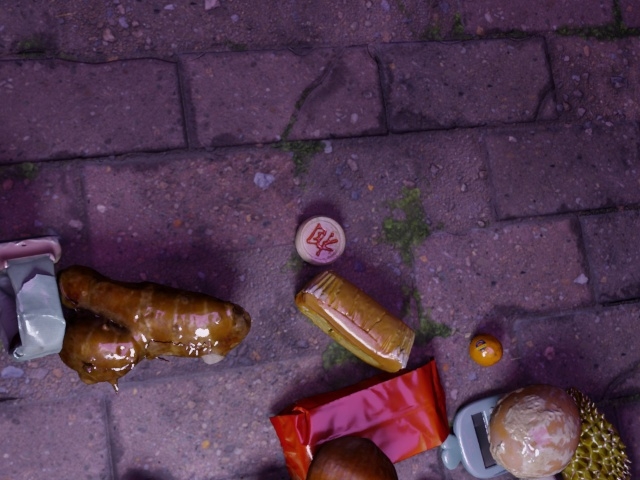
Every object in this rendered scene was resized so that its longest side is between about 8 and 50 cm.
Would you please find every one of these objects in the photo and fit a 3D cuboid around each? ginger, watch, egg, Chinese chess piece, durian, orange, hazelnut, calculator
[{"bbox_3d":[-0.361,0.200,1.502,0.418,0.176,0.254,8,82,-7],"label":"ginger"},{"bbox_3d":[-0.587,0.116,1.426,0.162,0.253,0.241,-12,97,-32],"label":"watch"},{"bbox_3d":[0.494,0.432,1.637,0.245,0.203,0.203,-38,93,-32],"label":"egg"},{"bbox_3d":[0.000,0.000,1.688,0.122,0.051,0.122,2,81,-15],"label":"Chinese chess piece"},{"bbox_3d":[0.668,0.526,1.753,0.172,0.166,0.306,-37,86,14],"label":"durian"},{"bbox_3d":[0.404,0.267,1.740,0.084,0.083,0.083,2,82,-14],"label":"orange"},{"bbox_3d":[0.066,0.503,1.455,0.214,0.176,0.214,12,74,-46],"label":"hazelnut"},{"bbox_3d":[0.420,0.472,1.734,0.299,0.041,0.185,-14,85,-18],"label":"calculator"}]

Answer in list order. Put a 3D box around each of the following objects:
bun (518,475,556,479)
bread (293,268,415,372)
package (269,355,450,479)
[{"bbox_3d":[0.510,0.594,1.698,0.094,0.138,0.138,-12,85,-1],"label":"bun"},{"bbox_3d":[0.077,0.181,1.631,0.288,0.152,0.119,37,69,-7],"label":"bread"},{"bbox_3d":[0.110,0.414,1.621,0.424,0.123,0.196,-16,89,-15],"label":"package"}]
